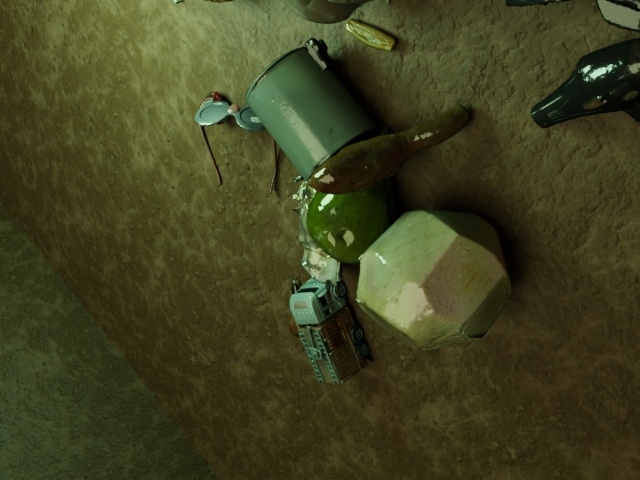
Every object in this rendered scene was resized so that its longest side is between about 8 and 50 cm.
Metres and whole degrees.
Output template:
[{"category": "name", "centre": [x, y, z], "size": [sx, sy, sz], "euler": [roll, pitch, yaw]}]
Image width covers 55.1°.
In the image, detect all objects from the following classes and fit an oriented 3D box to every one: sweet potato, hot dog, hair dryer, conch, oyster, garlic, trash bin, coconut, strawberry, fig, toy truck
[{"category": "sweet potato", "centre": [0.152, -0.195, 1.388], "size": [0.385, 0.109, 0.109], "euler": [-24, 98, 3]}, {"category": "hot dog", "centre": [0.115, -0.474, 1.426], "size": [0.137, 0.028, 0.044], "euler": [31, 104, 22]}, {"category": "hair dryer", "centre": [0.579, -0.194, 1.114], "size": [0.359, 0.120, 0.304], "euler": [38, 161, -5]}, {"category": "conch", "centre": [-0.063, 0.244, 1.945], "size": [0.086, 0.080, 0.232], "euler": [8, 117, 30]}, {"category": "oyster", "centre": [0.009, -0.001, 1.723], "size": [0.275, 0.100, 0.271], "euler": [46, 131, 29]}, {"category": "garlic", "centre": [0.029, -0.590, 1.302], "size": [0.292, 0.237, 0.210], "euler": [51, 158, -17]}, {"category": "trash bin", "centre": [-0.023, -0.303, 1.505], "size": [0.277, 0.217, 0.262], "euler": [-41, 83, 31]}, {"category": "coconut", "centre": [0.267, 0.085, 1.407], "size": [0.353, 0.353, 0.352], "euler": [21, 125, 32]}, {"category": "strawberry", "centre": [-0.313, -0.390, 1.818], "size": [0.083, 0.083, 0.096], "euler": [1, 122, 41]}, {"category": "fig", "centre": [0.113, -0.090, 1.528], "size": [0.314, 0.233, 0.233], "euler": [-43, 79, 3]}, {"category": "toy truck", "centre": [0.018, 0.269, 1.827], "size": [0.136, 0.162, 0.305], "euler": [-11, 105, 45]}]

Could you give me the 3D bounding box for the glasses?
[{"category": "glasses", "centre": [-0.232, -0.277, 1.790], "size": [0.234, 0.118, 0.268], "euler": [8, 140, 13]}]

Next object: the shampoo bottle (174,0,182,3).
[{"category": "shampoo bottle", "centre": [-0.452, -0.768, 1.746], "size": [0.056, 0.056, 0.195], "euler": [-17, 100, 45]}]

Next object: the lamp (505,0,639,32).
[{"category": "lamp", "centre": [0.415, -0.516, 1.012], "size": [0.374, 0.205, 0.272], "euler": [21, 123, 21]}]

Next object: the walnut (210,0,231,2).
[{"category": "walnut", "centre": [-0.268, -0.703, 1.547], "size": [0.165, 0.165, 0.197], "euler": [10, 119, 38]}]
